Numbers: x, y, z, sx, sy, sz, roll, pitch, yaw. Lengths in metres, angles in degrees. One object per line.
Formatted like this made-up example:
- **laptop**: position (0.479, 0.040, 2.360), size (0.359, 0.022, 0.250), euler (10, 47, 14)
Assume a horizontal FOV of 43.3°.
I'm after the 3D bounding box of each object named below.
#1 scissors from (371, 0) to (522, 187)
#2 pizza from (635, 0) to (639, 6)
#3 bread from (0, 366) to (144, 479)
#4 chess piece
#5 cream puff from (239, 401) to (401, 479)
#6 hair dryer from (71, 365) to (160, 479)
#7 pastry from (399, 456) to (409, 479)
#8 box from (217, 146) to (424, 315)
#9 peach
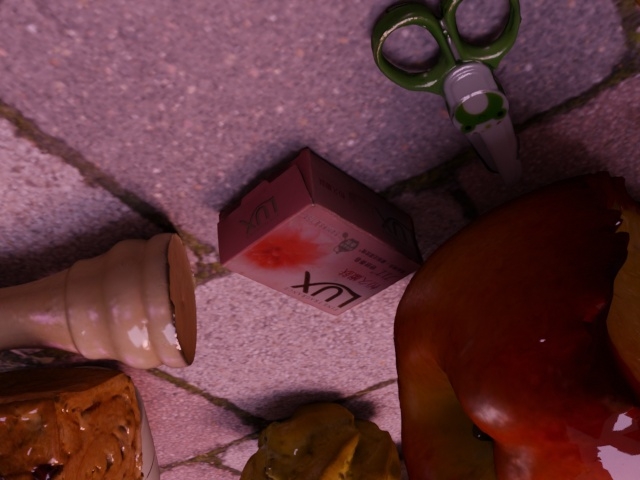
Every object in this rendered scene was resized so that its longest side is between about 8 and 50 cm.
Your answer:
- **scissors**: position (0.112, -0.103, 0.590), size (0.101, 0.027, 0.204), euler (-19, 141, 16)
- **pizza**: position (0.338, -0.165, 0.506), size (0.268, 0.087, 0.258), euler (-23, 146, 20)
- **bread**: position (-0.249, 0.187, 0.699), size (0.143, 0.149, 0.158), euler (-3, -172, 17)
- **chess piece**: position (-0.308, 0.072, 0.674), size (0.397, 0.117, 0.117), euler (-7, 144, 0)
- **cream puff**: position (0.011, 0.294, 1.005), size (0.194, 0.195, 0.221), euler (-27, 128, 24)
- **hair dryer**: position (-0.366, 0.232, 0.886), size (0.362, 0.128, 0.203), euler (3, 144, -3)
- **pastry**: position (0.117, 0.441, 1.157), size (0.235, 0.120, 0.257), euler (-32, 117, -29)
- **box**: position (0.000, 0.000, 0.682), size (0.111, 0.060, 0.156), euler (-33, 137, 32)
- **peach**: position (0.227, 0.126, 0.657), size (0.406, 0.335, 0.310), euler (-2, 150, -44)
